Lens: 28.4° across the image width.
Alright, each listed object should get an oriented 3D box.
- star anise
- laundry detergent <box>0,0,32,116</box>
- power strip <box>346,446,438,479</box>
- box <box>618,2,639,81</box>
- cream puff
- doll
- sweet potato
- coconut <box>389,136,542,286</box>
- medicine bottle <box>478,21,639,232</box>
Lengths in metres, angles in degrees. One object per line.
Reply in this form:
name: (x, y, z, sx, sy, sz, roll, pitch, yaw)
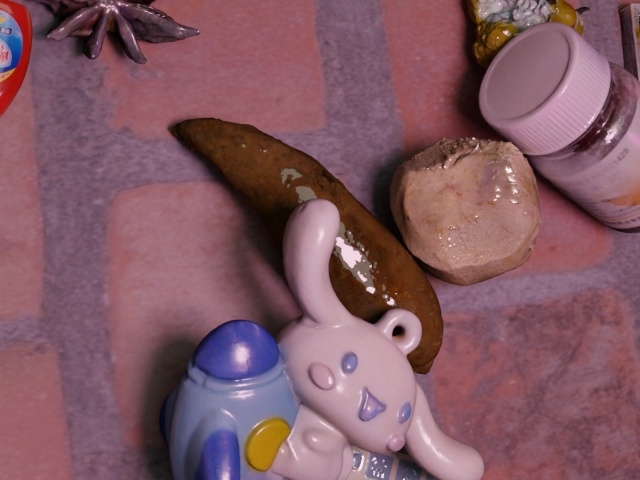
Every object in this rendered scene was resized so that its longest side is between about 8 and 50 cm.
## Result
star anise: (-0.247, -0.283, 1.457, 0.204, 0.061, 0.180, -6, 83, -21)
laundry detergent: (-0.376, -0.187, 1.404, 0.097, 0.049, 0.165, 8, 80, -12)
power strip: (0.076, 0.290, 1.506, 0.192, 0.035, 0.081, 19, 79, -16)
box: (0.442, -0.220, 1.710, 0.050, 0.041, 0.207, -1, 82, -17)
cream puff: (0.252, -0.274, 1.614, 0.156, 0.121, 0.156, -10, 59, 17)
doll: (-0.034, 0.198, 1.370, 0.365, 0.187, 0.376, -35, 92, -7)
sweet potato: (0.001, -0.004, 1.473, 0.422, 0.130, 0.130, 46, 70, -8)
coconut: (0.176, -0.035, 1.518, 0.194, 0.194, 0.194, 3, 81, -20)
medicine bottle: (0.335, -0.135, 1.554, 0.273, 0.165, 0.165, 31, 72, -34)
